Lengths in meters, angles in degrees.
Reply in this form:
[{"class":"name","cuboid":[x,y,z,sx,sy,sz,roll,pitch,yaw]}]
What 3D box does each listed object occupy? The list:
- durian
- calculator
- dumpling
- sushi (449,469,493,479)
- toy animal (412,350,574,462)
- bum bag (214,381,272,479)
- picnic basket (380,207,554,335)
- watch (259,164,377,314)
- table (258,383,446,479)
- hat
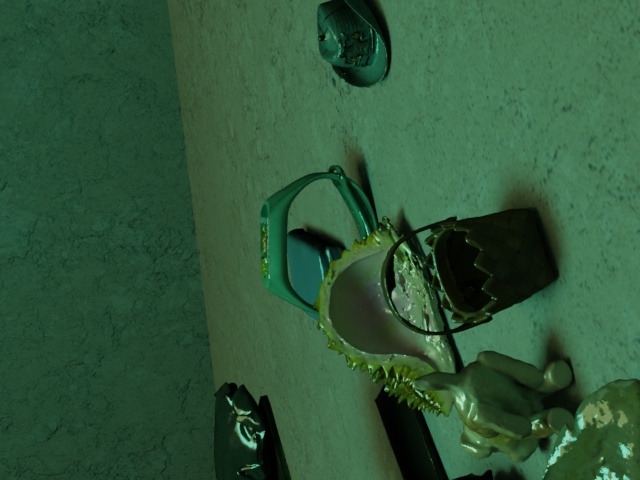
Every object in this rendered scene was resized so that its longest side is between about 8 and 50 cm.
[{"class":"durian","cuboid":[0.112,0.147,1.524,0.305,0.185,0.195,62,-178,20]},{"class":"calculator","cuboid":[-0.003,0.074,1.904,0.293,0.051,0.173,-153,51,-69]},{"class":"dumpling","cuboid":[0.300,0.298,1.033,0.166,0.086,0.332,-9,94,41]},{"class":"sushi","cuboid":[0.137,0.469,1.326,0.299,0.294,0.281,106,144,-60]},{"class":"toy animal","cuboid":[0.183,0.195,1.193,0.185,0.183,0.104,107,172,-72]},{"class":"bum bag","cuboid":[-0.120,0.354,1.611,0.142,0.079,0.326,41,136,54]},{"class":"picnic basket","cuboid":[0.155,0.037,1.143,0.138,0.178,0.128,140,116,-71]},{"class":"watch","cuboid":[0.000,0.000,1.607,0.068,0.195,0.237,-176,84,-75]},{"class":"table","cuboid":[0.048,0.376,1.623,0.196,0.250,0.282,103,151,-60]},{"class":"hat","cuboid":[0.029,-0.302,1.479,0.191,0.078,0.138,-120,26,-44]}]
